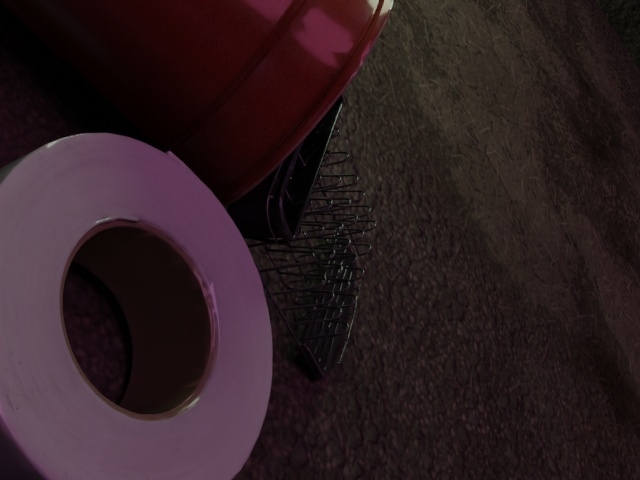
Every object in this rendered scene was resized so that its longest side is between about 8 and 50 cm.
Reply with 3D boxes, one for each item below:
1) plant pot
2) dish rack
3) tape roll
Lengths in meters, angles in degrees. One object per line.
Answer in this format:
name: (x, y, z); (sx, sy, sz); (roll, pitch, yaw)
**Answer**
plant pot: (-0.123, -0.213, 0.796); (0.265, 0.272, 0.272); (39, 42, -20)
dish rack: (0.000, 0.000, 0.907); (0.208, 0.074, 0.271); (-70, 147, -42)
tape roll: (-0.162, 0.067, 0.670); (0.286, 0.100, 0.286); (28, 53, -45)
